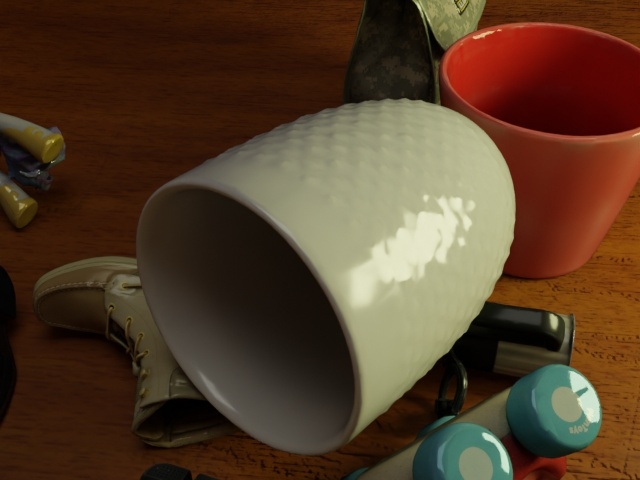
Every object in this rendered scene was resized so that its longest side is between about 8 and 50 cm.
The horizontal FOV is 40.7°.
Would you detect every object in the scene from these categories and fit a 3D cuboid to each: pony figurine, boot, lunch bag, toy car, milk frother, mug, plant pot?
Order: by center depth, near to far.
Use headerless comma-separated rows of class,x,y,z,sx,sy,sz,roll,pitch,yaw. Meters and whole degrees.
toy car,0.159,0.264,0.738,0.210,0.219,0.238,-23,76,-31
mug,0.000,0.000,0.882,0.374,0.276,0.328,5,29,44
milk frother,0.198,0.137,0.936,0.134,0.129,0.143,9,85,10
boot,-0.199,0.121,0.941,0.262,0.095,0.203,5,42,-4
boot,-0.404,0.133,0.960,0.106,0.082,0.219,-21,48,13
plant pot,0.274,-0.104,1.083,0.274,0.243,0.275,0,42,0
pony figurine,-0.531,-0.157,1.156,0.363,0.303,0.351,30,56,10
lunch bag,0.142,-0.304,1.278,0.169,0.287,0.235,14,42,16

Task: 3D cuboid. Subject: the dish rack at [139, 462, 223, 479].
dish rack,-0.112,0.299,0.704,0.208,0.074,0.271,12,27,15
